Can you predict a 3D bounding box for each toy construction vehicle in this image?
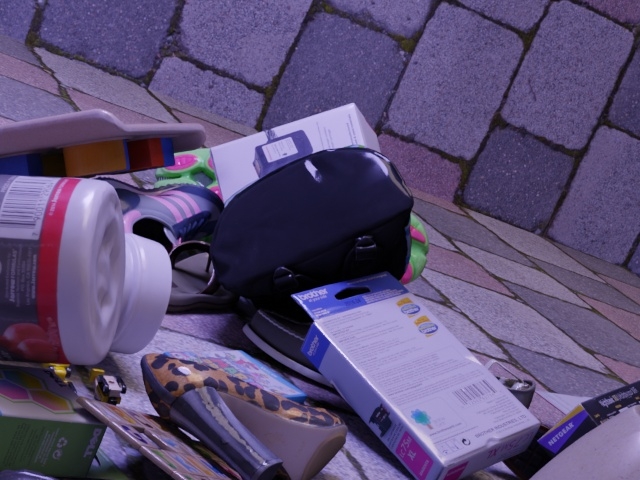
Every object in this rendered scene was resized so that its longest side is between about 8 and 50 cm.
[{"bbox_3d":[-0.253,0.156,1.508,0.086,0.035,0.098,6,16,-27],"label":"toy construction vehicle"}]

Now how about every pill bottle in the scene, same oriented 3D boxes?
[{"bbox_3d":[-0.355,0.022,1.356,0.319,0.176,0.176,3,10,4],"label":"pill bottle"},{"bbox_3d":[-0.317,0.034,1.589,0.283,0.161,0.161,17,13,-34],"label":"pill bottle"}]

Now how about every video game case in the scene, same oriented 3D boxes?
[{"bbox_3d":[-0.105,0.170,1.785,0.119,0.015,0.166,30,12,29],"label":"video game case"}]

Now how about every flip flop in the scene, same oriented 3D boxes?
[{"bbox_3d":[-0.184,0.042,2.045,0.112,0.080,0.277,29,12,20],"label":"flip flop"}]

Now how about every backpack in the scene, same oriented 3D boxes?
[{"bbox_3d":[0.000,0.000,2.072,0.355,0.290,0.273,59,7,-60],"label":"backpack"}]

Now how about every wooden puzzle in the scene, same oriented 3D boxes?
[{"bbox_3d":[-0.372,-0.123,2.136,0.322,0.080,0.348,-7,-2,17],"label":"wooden puzzle"}]

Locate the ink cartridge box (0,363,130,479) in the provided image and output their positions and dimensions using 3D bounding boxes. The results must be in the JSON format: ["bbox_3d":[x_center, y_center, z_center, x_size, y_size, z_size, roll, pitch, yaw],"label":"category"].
[{"bbox_3d":[-0.270,0.165,1.331,0.209,0.062,0.109,14,14,-46],"label":"ink cartridge box"}]

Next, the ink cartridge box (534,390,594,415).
[{"bbox_3d":[0.480,0.327,2.200,0.239,0.060,0.275,10,19,-40],"label":"ink cartridge box"}]

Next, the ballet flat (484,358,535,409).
[{"bbox_3d":[0.234,0.206,2.208,0.213,0.068,0.072,20,12,-19],"label":"ballet flat"}]

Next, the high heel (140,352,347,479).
[{"bbox_3d":[-0.075,0.175,1.537,0.186,0.093,0.261,40,13,19],"label":"high heel"}]

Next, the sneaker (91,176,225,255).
[{"bbox_3d":[-0.238,-0.014,2.178,0.319,0.112,0.131,-1,42,-53],"label":"sneaker"}]

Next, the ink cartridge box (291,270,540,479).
[{"bbox_3d":[0.110,0.170,1.835,0.186,0.065,0.311,-14,51,-41],"label":"ink cartridge box"}]

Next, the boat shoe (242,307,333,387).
[{"bbox_3d":[0.043,0.158,1.956,0.305,0.091,0.109,26,11,7],"label":"boat shoe"}]

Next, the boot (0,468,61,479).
[{"bbox_3d":[-0.119,0.286,1.023,0.338,0.118,0.222,12,15,-5],"label":"boot"}]

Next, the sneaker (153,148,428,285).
[{"bbox_3d":[-0.061,-0.014,2.457,0.483,0.185,0.202,20,-16,-11],"label":"sneaker"}]

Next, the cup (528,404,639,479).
[{"bbox_3d":[0.350,0.314,1.514,0.331,0.237,0.331,23,11,-5],"label":"cup"}]

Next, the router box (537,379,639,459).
[{"bbox_3d":[0.434,0.312,1.885,0.243,0.081,0.309,51,21,18],"label":"router box"}]

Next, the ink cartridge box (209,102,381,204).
[{"bbox_3d":[-0.031,-0.113,2.243,0.237,0.100,0.172,-16,-16,10],"label":"ink cartridge box"}]

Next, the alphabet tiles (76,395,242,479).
[{"bbox_3d":[-0.110,0.220,1.386,0.198,0.009,0.237,34,0,22],"label":"alphabet tiles"}]

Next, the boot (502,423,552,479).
[{"bbox_3d":[0.296,0.290,1.959,0.219,0.082,0.106,31,-2,-20],"label":"boot"}]
